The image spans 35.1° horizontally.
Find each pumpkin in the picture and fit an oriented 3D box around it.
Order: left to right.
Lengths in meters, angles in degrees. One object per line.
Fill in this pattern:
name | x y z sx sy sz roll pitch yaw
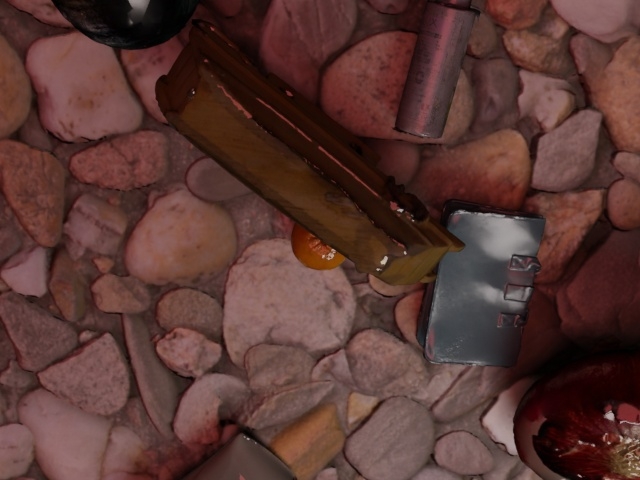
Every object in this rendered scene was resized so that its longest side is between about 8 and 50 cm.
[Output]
pumpkin | -0.225 -0.344 1.190 0.163 0.233 0.233 7 106 21

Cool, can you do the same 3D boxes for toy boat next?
toy boat | -0.014 -0.094 1.283 0.445 0.162 0.136 38 120 -3

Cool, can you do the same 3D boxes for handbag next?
handbag | 0.217 0.063 1.366 0.144 0.057 0.221 9 105 -4

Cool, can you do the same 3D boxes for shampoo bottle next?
shampoo bottle | 0.151 -0.237 1.282 0.072 0.072 0.214 14 105 -1

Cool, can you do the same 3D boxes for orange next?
orange | 0.000 0.000 1.350 0.083 0.070 0.083 0 101 0

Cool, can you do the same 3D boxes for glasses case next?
glasses case | -0.185 0.401 1.456 0.308 0.083 0.128 -35 101 10

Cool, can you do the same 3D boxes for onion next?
onion | 0.393 0.225 1.352 0.272 0.195 0.272 6 141 5
